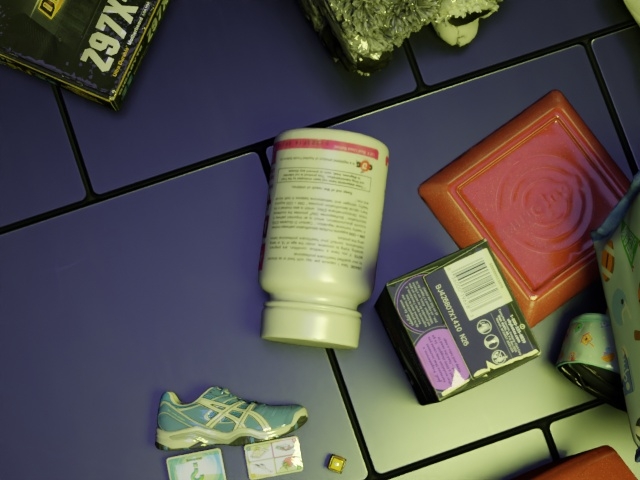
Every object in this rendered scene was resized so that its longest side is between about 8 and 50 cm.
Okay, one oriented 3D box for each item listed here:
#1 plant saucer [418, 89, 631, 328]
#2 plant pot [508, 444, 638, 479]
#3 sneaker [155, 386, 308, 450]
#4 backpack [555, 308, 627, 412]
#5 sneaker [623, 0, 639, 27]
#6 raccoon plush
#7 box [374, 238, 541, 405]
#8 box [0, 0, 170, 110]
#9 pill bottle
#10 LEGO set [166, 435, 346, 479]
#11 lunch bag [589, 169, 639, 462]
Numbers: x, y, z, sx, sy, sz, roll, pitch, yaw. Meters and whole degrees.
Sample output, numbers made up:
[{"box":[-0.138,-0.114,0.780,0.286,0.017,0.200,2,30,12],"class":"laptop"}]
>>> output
[{"box":[0.315,-0.048,1.899,0.258,0.048,0.259,-36,85,-6],"class":"plant saucer"},{"box":[0.315,0.413,1.738,0.236,0.267,0.267,-34,84,-18],"class":"plant pot"},{"box":[-0.123,0.238,1.831,0.211,0.080,0.081,-5,85,-3],"class":"sneaker"},{"box":[0.419,0.156,1.811,0.189,0.166,0.144,15,80,-3],"class":"backpack"},{"box":[0.548,-0.219,1.811,0.447,0.169,0.257,45,44,4],"class":"sneaker"},{"box":[0.108,-0.421,1.788,0.299,0.446,0.216,-31,52,-6],"class":"raccoon plush"},{"box":[0.172,0.114,1.758,0.143,0.270,0.165,-24,83,-4],"class":"box"},{"box":[-0.343,-0.380,1.918,0.257,0.079,0.322,24,82,0],"class":"box"},{"box":[0.000,0.000,1.828,0.160,0.160,0.283,7,81,0],"class":"pill bottle"},{"box":[-0.076,0.365,1.827,0.244,0.060,0.182,-10,86,-3],"class":"LEGO set"},{"box":[0.561,0.094,1.657,0.386,0.239,0.327,-3,68,-12],"class":"lunch bag"}]
